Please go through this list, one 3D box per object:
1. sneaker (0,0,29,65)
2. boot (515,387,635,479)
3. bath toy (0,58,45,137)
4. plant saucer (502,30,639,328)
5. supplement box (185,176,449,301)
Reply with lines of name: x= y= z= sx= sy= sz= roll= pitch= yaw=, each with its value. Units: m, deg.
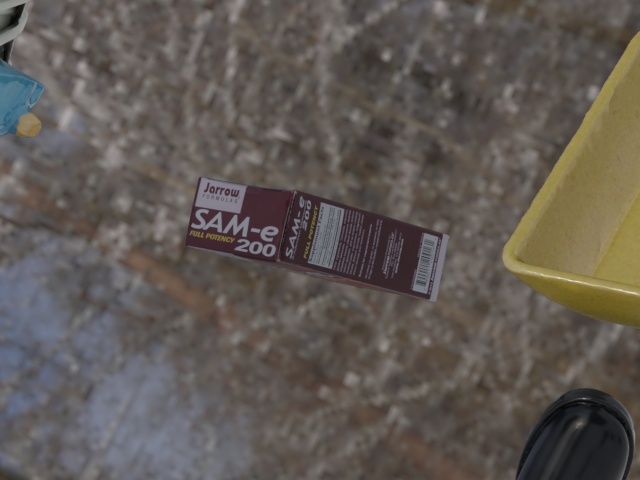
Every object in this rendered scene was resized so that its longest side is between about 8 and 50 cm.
sneaker: x=-0.239 y=-0.139 z=1.398 sx=0.169 sy=0.258 sz=0.447 roll=-4 pitch=-17 yaw=-36
boot: x=0.187 y=0.271 z=1.647 sx=0.207 sy=0.094 sz=0.246 roll=-68 pitch=4 yaw=-63
bath toy: x=-0.282 y=0.039 z=1.057 sx=0.348 sy=0.129 sz=0.151 roll=-59 pitch=-24 yaw=1
plant saucer: x=0.343 y=-0.021 z=1.414 sx=0.333 sy=0.332 sz=0.081 roll=-53 pitch=-34 yaw=-43
supplement box: x=0.000 y=0.000 z=1.886 sx=0.239 sy=0.130 sz=0.073 roll=16 pitch=-95 yaw=-47
